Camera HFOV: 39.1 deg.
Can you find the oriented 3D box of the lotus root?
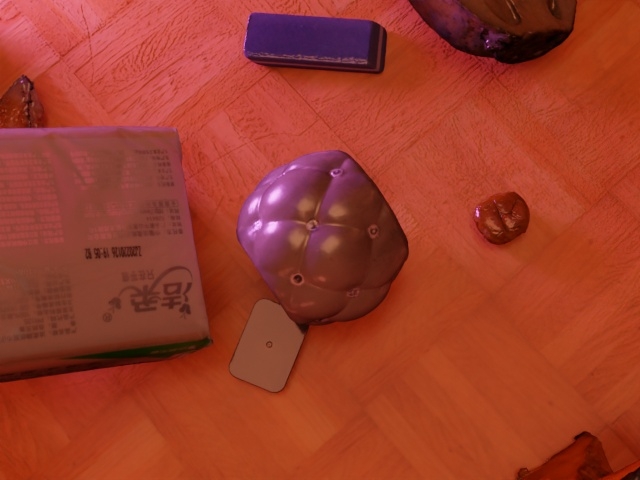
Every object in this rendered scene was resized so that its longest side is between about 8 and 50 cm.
[{"bbox_3d":[0.270,-0.388,1.392,0.267,0.149,0.260,-28,80,-22],"label":"lotus root"}]

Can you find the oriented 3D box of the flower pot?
[{"bbox_3d":[0.000,0.000,1.264,0.195,0.246,0.246,-35,77,-5],"label":"flower pot"}]

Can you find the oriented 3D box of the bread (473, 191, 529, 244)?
[{"bbox_3d":[0.270,-0.033,1.351,0.083,0.046,0.081,2,74,5],"label":"bread"}]

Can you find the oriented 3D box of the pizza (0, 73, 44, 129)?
[{"bbox_3d":[-0.484,-0.165,1.429,0.185,0.052,0.195,10,81,13],"label":"pizza"}]

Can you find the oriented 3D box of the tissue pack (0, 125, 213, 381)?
[{"bbox_3d":[-0.384,0.022,1.228,0.404,0.205,0.332,-4,76,-29],"label":"tissue pack"}]

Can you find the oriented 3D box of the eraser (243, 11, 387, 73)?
[{"bbox_3d":[-0.007,-0.316,1.442,0.224,0.036,0.082,4,77,5],"label":"eraser"}]

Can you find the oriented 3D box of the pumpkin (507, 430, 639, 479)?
[{"bbox_3d":[0.387,0.367,1.136,0.256,0.303,0.225,-31,82,-32],"label":"pumpkin"}]

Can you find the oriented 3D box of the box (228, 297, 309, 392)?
[{"bbox_3d":[-0.074,0.156,1.335,0.091,0.031,0.126,19,78,8],"label":"box"}]
